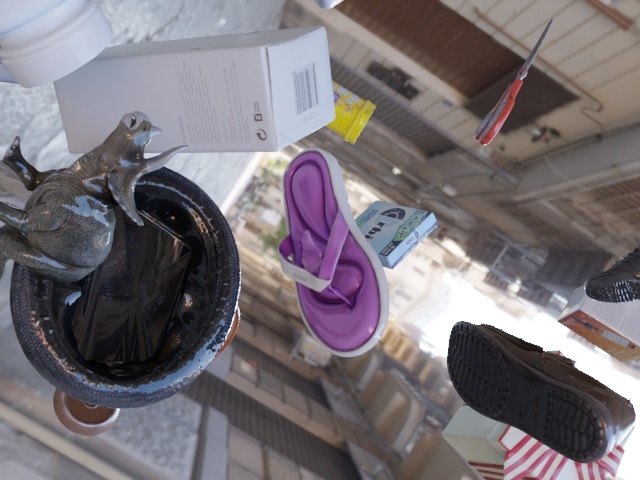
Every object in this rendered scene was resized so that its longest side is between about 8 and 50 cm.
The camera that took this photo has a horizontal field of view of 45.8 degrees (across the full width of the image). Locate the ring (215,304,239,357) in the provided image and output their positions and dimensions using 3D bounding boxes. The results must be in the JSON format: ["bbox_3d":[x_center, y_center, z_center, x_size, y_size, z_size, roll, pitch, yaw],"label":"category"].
[{"bbox_3d":[-0.295,0.172,1.263,0.336,0.337,0.032,-53,-135,35],"label":"ring"}]

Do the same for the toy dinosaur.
[{"bbox_3d":[-0.286,-0.009,0.814,0.313,0.160,0.121,-49,-153,33],"label":"toy dinosaur"}]

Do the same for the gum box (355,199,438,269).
[{"bbox_3d":[0.141,-0.017,1.685,0.157,0.041,0.184,-42,-146,-23],"label":"gum box"}]

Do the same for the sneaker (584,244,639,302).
[{"bbox_3d":[0.399,0.017,0.902,0.170,0.051,0.089,-13,-130,24],"label":"sneaker"}]

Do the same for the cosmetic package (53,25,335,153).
[{"bbox_3d":[-0.195,-0.232,1.179,0.217,0.385,0.156,-43,132,-58],"label":"cosmetic package"}]

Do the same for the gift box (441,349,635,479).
[{"bbox_3d":[0.424,0.393,1.474,0.276,0.255,0.258,-54,-171,-22],"label":"gift box"}]

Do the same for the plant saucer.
[{"bbox_3d":[-0.568,0.395,1.861,0.029,0.168,0.168,-41,-163,42],"label":"plant saucer"}]

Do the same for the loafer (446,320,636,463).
[{"bbox_3d":[0.340,0.234,1.209,0.366,0.130,0.133,34,-60,54],"label":"loafer"}]

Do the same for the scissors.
[{"bbox_3d":[0.384,-0.307,1.452,0.297,0.021,0.109,-56,-175,2],"label":"scissors"}]

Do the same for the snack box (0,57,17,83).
[{"bbox_3d":[-0.410,-0.314,1.034,0.207,0.175,0.070,-64,145,-20],"label":"snack box"}]

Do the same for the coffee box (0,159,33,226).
[{"bbox_3d":[-0.576,-0.066,1.400,0.246,0.141,0.098,38,-78,51],"label":"coffee box"}]

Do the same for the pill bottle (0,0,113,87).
[{"bbox_3d":[-0.363,-0.334,0.820,0.176,0.318,0.176,-18,-145,13],"label":"pill bottle"}]

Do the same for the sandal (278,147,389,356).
[{"bbox_3d":[-0.011,0.009,1.256,0.169,0.102,0.416,-40,-132,26],"label":"sandal"}]

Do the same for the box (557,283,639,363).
[{"bbox_3d":[0.613,0.168,1.597,0.091,0.171,0.130,-56,173,-17],"label":"box"}]

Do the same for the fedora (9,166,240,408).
[{"bbox_3d":[-0.275,0.061,1.044,0.152,0.334,0.334,-18,-143,55],"label":"fedora"}]

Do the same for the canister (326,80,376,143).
[{"bbox_3d":[0.017,-0.276,1.522,0.073,0.170,0.126,-58,-178,27],"label":"canister"}]

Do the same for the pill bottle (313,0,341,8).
[{"bbox_3d":[0.062,-0.391,0.927,0.216,0.121,0.121,-34,-173,-1],"label":"pill bottle"}]
